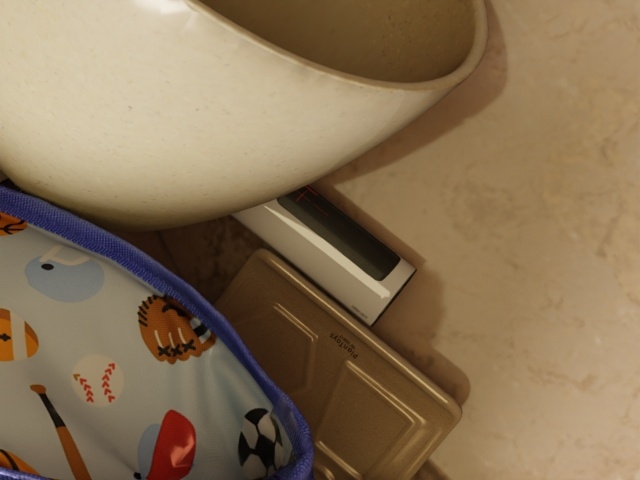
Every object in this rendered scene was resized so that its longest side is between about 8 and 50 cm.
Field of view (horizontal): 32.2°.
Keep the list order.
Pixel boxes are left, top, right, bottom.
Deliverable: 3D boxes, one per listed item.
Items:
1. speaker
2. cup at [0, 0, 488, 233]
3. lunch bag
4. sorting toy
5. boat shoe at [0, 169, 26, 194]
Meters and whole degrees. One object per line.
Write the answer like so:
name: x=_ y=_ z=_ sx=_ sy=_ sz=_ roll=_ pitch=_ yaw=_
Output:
speaker: x=0.000 y=0.000 z=0.799 sx=0.136 sy=0.055 sz=0.055 roll=39 pitch=102 yaw=6
cup: x=-0.098 y=-0.140 z=0.697 sx=0.331 sy=0.331 sz=0.237 roll=46 pitch=125 yaw=4
lunch bag: x=-0.180 y=0.167 z=0.679 sx=0.385 sy=0.239 sz=0.328 roll=23 pitch=133 yaw=20
sorting toy: x=-0.025 y=0.136 z=0.829 sx=0.193 sy=0.038 sz=0.208 roll=39 pitch=109 yaw=6
boat shoe: x=-0.297 y=0.018 z=0.822 sx=0.206 sy=0.075 sz=0.065 roll=-38 pitch=106 yaw=-22
